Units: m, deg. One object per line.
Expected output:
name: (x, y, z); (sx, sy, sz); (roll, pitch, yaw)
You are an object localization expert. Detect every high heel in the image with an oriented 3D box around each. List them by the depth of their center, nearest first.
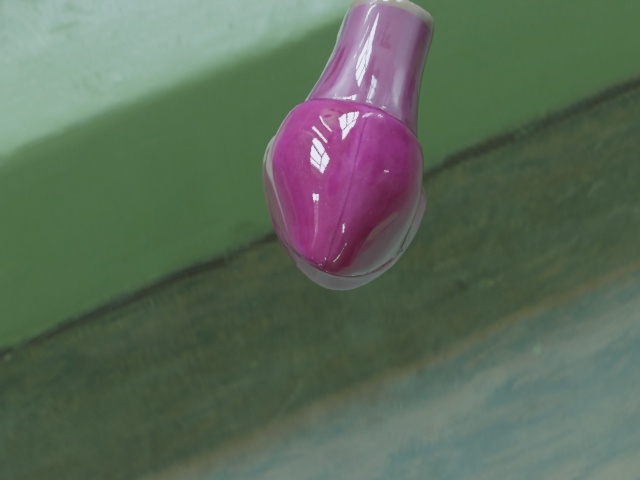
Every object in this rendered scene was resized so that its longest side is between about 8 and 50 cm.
high heel: (0.000, 0.000, 1.084); (0.127, 0.377, 0.181); (15, 66, 6)
